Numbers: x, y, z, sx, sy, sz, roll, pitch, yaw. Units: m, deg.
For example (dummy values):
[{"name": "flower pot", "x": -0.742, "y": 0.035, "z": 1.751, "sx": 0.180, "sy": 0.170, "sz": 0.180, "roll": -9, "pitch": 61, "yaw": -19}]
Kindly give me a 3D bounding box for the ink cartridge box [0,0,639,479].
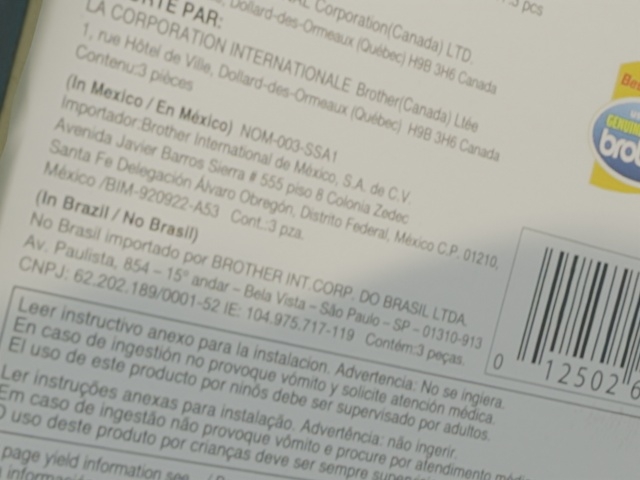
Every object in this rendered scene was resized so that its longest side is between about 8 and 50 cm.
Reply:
[{"name": "ink cartridge box", "x": 0.000, "y": 0.000, "z": 0.518, "sx": 0.151, "sy": 0.270, "sz": 0.395, "roll": 19, "pitch": -86, "yaw": 57}]
